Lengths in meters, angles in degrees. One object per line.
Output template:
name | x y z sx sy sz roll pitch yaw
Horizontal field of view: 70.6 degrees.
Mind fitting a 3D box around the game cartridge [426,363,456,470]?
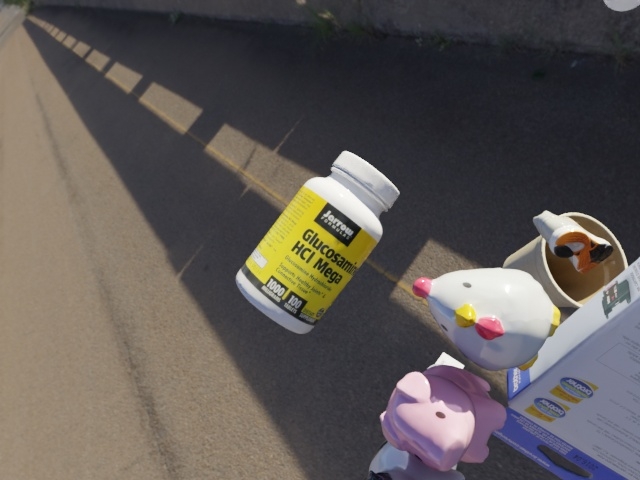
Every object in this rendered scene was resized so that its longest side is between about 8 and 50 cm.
game cartridge | 0.184 0.363 0.753 0.062 0.198 0.298 7 70 36

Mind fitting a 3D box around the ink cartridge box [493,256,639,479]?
ink cartridge box | 0.323 0.133 0.433 0.311 0.185 0.065 -60 -2 33

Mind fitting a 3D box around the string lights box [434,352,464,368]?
string lights box | 0.342 0.487 1.403 0.076 0.260 0.133 31 38 24

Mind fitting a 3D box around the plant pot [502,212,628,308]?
plant pot | 0.831 0.112 1.614 0.305 0.333 0.334 129 163 -67

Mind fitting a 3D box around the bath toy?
bath toy | 0.102 0.181 0.440 0.151 0.128 0.349 -91 23 -80

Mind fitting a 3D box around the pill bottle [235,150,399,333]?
pill bottle | 0.000 0.000 0.893 0.334 0.187 0.188 -53 40 1

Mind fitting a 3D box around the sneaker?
sneaker | 0.622 -0.007 1.119 0.099 0.262 0.121 -46 43 23

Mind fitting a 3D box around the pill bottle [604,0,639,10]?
pill bottle | 0.410 -0.350 0.579 0.067 0.067 0.120 14 58 47
